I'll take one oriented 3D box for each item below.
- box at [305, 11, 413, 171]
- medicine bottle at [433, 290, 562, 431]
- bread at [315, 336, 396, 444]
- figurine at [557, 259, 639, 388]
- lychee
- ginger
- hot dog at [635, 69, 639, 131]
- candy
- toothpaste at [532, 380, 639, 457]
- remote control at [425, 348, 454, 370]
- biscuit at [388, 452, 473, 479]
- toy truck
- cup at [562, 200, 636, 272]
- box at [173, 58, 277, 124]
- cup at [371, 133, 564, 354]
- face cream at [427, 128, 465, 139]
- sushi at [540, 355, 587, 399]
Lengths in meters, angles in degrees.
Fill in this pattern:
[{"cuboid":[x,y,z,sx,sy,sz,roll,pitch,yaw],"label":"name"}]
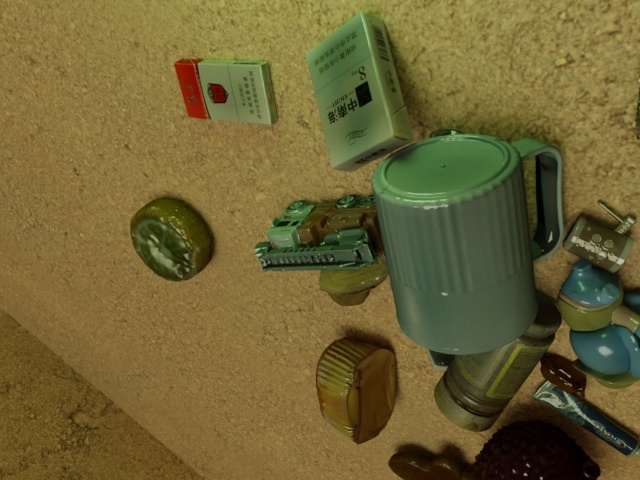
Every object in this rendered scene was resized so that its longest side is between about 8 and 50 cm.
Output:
[{"cuboid":[0.067,-0.266,1.013,0.155,0.067,0.242,-21,77,44],"label":"box"},{"cuboid":[0.378,0.255,1.198,0.151,0.151,0.322,28,123,13],"label":"medicine bottle"},{"cuboid":[0.091,0.399,1.522,0.156,0.204,0.287,21,132,44],"label":"bread"},{"cuboid":[0.548,0.167,1.051,0.180,0.154,0.261,12,134,41],"label":"figurine"},{"cuboid":[0.502,0.573,1.290,0.330,0.306,0.306,-37,99,33],"label":"lychee"},{"cuboid":[0.100,0.101,1.353,0.193,0.115,0.122,-13,137,32],"label":"ginger"},{"cuboid":[0.592,-0.192,0.790,0.271,0.081,0.162,18,133,21],"label":"hot dog"},{"cuboid":[-0.434,-0.001,1.611,0.260,0.118,0.259,14,126,20],"label":"candy"},{"cuboid":[0.624,0.412,1.266,0.268,0.047,0.069,34,148,12],"label":"toothpaste"},{"cuboid":[0.280,0.200,1.321,0.103,0.055,0.277,-7,119,38],"label":"remote control"},{"cuboid":[0.408,0.711,1.627,0.433,0.064,0.282,10,137,30],"label":"biscuit"},{"cuboid":[0.000,0.000,1.263,0.339,0.184,0.132,-3,120,35],"label":"toy truck"},{"cuboid":[0.504,-0.005,0.997,0.099,0.074,0.102,27,134,14],"label":"cup"},{"cuboid":[-0.216,-0.338,1.253,0.246,0.035,0.138,12,129,26],"label":"box"},{"cuboid":[0.268,-0.006,0.961,0.332,0.256,0.311,-9,123,13],"label":"cup"},{"cuboid":[0.247,-0.101,1.096,0.075,0.075,0.229,13,129,26],"label":"face cream"},{"cuboid":[0.541,0.304,1.229,0.120,0.052,0.055,27,152,10],"label":"sushi"}]
